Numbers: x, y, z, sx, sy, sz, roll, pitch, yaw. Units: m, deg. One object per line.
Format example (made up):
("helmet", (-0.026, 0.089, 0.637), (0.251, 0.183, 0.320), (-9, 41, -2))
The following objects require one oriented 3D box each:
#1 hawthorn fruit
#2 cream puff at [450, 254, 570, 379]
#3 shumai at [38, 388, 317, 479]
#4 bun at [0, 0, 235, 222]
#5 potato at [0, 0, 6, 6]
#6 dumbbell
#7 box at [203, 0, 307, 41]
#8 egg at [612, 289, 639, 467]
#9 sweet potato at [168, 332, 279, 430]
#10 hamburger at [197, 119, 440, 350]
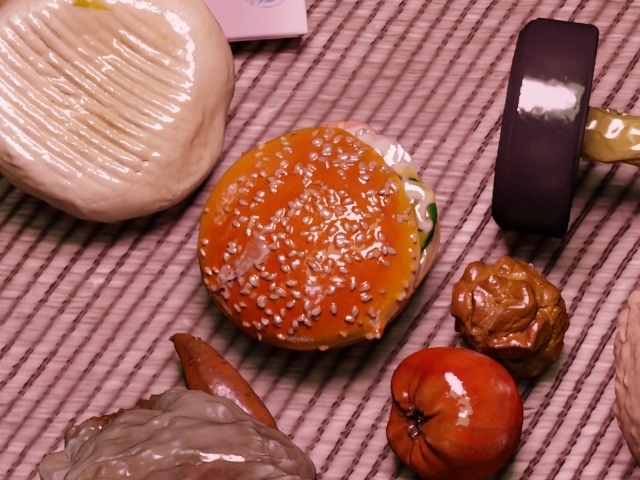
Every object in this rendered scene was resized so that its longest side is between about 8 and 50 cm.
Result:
("hawthorn fruit", (0.125, 0.149, 1.523), (0.140, 0.125, 0.125), (-12, 59, -2))
("cream puff", (0.167, 0.073, 1.575), (0.116, 0.122, 0.094), (48, 63, -9))
("shumai", (-0.135, 0.217, 1.408), (0.309, 0.304, 0.263), (-21, 48, -4))
("bun", (-0.204, -0.137, 1.683), (0.259, 0.160, 0.259), (0, 87, -4))
("potato", (-0.326, -0.305, 1.830), (0.243, 0.098, 0.138), (32, 67, 21))
("dumbbell", (0.329, -0.085, 1.607), (0.322, 0.204, 0.204), (9, 60, 8))
("box", (-0.126, -0.371, 1.763), (0.200, 0.065, 0.344), (-5, 97, -3))
("egg", (0.401, 0.114, 1.451), (0.310, 0.279, 0.279), (1, 59, 4))
("sweet potato", (-0.057, 0.179, 1.551), (0.057, 0.057, 0.264), (-33, 66, -16))
("hamburger", (-0.004, -0.002, 1.605), (0.236, 0.147, 0.237), (-3, 59, 5))
